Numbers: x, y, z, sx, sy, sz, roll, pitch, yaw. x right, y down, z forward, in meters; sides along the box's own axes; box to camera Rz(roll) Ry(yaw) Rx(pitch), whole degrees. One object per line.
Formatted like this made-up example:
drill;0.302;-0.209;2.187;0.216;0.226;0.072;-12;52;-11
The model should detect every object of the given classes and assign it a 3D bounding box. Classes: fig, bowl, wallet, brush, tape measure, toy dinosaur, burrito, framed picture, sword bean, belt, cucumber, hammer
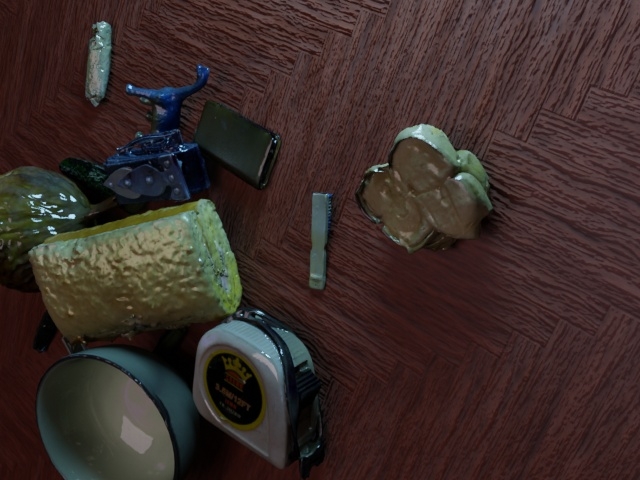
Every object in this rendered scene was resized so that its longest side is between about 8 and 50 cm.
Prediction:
fig;-0.573;-0.034;1.460;0.369;0.286;0.286;-10;87;32
bowl;-0.379;0.356;1.371;0.354;0.185;0.353;8;110;23
wallet;-0.164;-0.185;1.282;0.198;0.031;0.110;33;112;31
brush;0.000;0.000;1.176;0.033;0.030;0.178;10;111;21
tape measure;-0.090;0.253;1.205;0.271;0.133;0.231;27;117;31
toy dinosaur;-0.291;-0.237;1.356;0.188;0.075;0.247;14;119;24
burrito;-0.500;-0.395;1.516;0.058;0.045;0.188;20;107;42
framed picture;-0.612;0.262;1.680;0.066;0.007;0.089;-49;66;29
sword bean;-0.362;0.276;1.471;0.269;0.038;0.043;-57;36;26
belt;-0.326;-0.145;1.327;0.218;0.122;0.128;-5;113;29
cucumber;-0.501;-0.136;1.525;0.294;0.067;0.067;26;109;34
cucumber;-0.677;0.193;1.703;0.044;0.043;0.256;52;122;28
hammer;-0.281;0.277;1.420;0.110;0.019;0.035;24;108;36

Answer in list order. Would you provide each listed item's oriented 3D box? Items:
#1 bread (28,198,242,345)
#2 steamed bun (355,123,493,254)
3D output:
bread;-0.356;0.074;1.302;0.375;0.165;0.236;-11;106;18
steamed bun;0.166;-0.071;0.995;0.192;0.106;0.177;43;132;13
